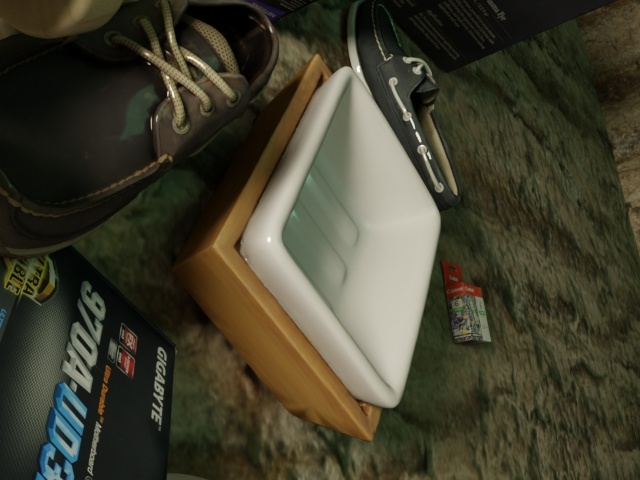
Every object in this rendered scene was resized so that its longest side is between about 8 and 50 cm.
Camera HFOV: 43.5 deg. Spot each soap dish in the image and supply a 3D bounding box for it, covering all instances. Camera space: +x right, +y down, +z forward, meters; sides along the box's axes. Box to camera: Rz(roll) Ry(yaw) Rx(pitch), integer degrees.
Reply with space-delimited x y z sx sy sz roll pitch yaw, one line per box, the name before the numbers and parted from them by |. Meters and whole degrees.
soap dish | 0.000 0.000 0.730 0.229 0.118 0.290 54 36 -27

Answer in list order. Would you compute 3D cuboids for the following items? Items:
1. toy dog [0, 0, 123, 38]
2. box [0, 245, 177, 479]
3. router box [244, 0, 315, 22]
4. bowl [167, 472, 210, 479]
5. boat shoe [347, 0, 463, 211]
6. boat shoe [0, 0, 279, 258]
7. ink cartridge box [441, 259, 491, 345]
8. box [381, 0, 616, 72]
toy dog | -0.216 -0.237 0.358 0.334 0.161 0.220 38 28 -14
box | -0.156 0.088 0.434 0.175 0.051 0.220 51 16 -30
router box | 0.000 -0.415 0.818 0.081 0.243 0.308 11 65 -56
bowl | -0.030 0.273 0.489 0.298 0.134 0.297 41 34 -36
boat shoe | 0.111 -0.174 1.018 0.114 0.091 0.302 -4 79 -59
boat shoe | -0.121 -0.109 0.529 0.132 0.130 0.355 54 24 -14
ink cartridge box | 0.197 0.082 1.088 0.063 0.029 0.115 16 62 -54
box | 0.231 -0.441 1.130 0.343 0.313 0.178 30 51 -49
